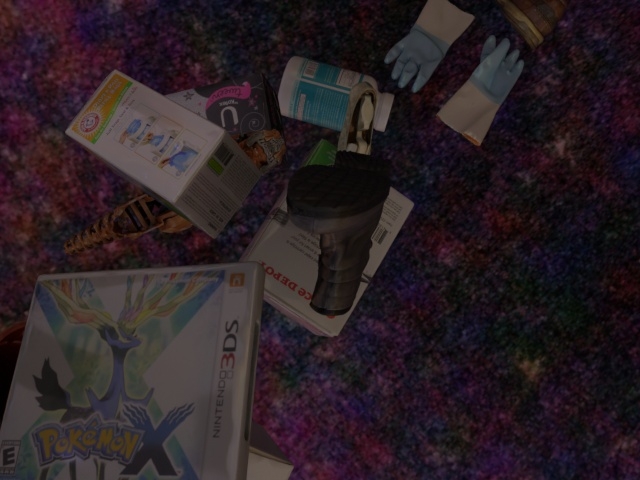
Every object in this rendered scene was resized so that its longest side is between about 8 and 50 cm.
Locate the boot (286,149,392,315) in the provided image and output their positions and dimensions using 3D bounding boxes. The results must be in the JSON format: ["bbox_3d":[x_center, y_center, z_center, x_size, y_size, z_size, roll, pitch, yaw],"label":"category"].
[{"bbox_3d":[0.028,0.008,0.970,0.118,0.338,0.222,15,107,14],"label":"boot"}]

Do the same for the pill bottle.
[{"bbox_3d":[0.038,-0.339,1.696,0.264,0.146,0.146,17,135,2],"label":"pill bottle"}]

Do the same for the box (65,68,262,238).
[{"bbox_3d":[-0.192,-0.108,0.870,0.203,0.103,0.114,31,171,27],"label":"box"}]

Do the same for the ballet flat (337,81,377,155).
[{"bbox_3d":[0.062,-0.176,1.168,0.052,0.057,0.168,-133,44,-63],"label":"ballet flat"}]

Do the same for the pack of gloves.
[{"bbox_3d":[0.220,-0.286,1.104,0.195,0.232,0.046,35,149,-2],"label":"pack of gloves"}]

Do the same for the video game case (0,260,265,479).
[{"bbox_3d":[-0.239,0.175,0.885,0.329,0.300,0.036,-4,153,15],"label":"video game case"}]

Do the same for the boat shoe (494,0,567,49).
[{"bbox_3d":[0.237,-0.280,0.814,0.060,0.178,0.064,-39,119,23],"label":"boat shoe"}]

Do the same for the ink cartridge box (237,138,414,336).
[{"bbox_3d":[0.000,0.000,1.280,0.211,0.289,0.121,35,165,-10],"label":"ink cartridge box"}]

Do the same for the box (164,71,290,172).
[{"bbox_3d":[-0.201,-0.202,1.353,0.142,0.247,0.163,40,-141,-80],"label":"box"}]

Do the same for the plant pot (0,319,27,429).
[{"bbox_3d":[-0.566,0.310,1.246,0.265,0.272,0.272,-23,101,23],"label":"plant pot"}]

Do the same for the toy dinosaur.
[{"bbox_3d":[-0.210,-0.079,1.006,0.218,0.322,0.164,-137,40,-72],"label":"toy dinosaur"}]

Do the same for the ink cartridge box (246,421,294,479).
[{"bbox_3d":[-0.176,0.411,1.012,0.131,0.306,0.226,27,173,-16],"label":"ink cartridge box"}]
